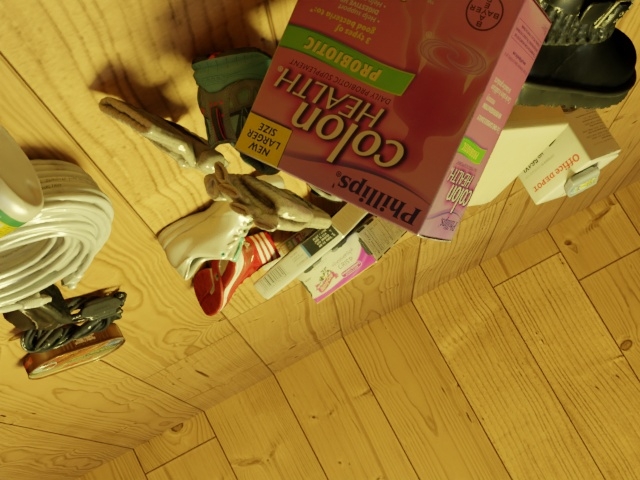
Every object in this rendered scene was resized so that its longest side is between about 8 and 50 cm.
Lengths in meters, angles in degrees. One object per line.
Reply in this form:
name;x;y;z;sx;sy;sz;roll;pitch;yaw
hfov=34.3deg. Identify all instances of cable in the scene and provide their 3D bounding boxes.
cable;-0.406;0.135;1.684;0.185;0.047;0.150;-22;170;-36
cable;-0.360;-0.001;1.181;0.257;0.089;0.257;-11;157;-49

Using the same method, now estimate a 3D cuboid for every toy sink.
toy sink;0.250;-0.166;1.656;0.153;0.131;0.234;-8;154;-30

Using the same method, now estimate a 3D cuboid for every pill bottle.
pill bottle;-0.382;-0.024;0.990;0.208;0.117;0.117;-31;166;6

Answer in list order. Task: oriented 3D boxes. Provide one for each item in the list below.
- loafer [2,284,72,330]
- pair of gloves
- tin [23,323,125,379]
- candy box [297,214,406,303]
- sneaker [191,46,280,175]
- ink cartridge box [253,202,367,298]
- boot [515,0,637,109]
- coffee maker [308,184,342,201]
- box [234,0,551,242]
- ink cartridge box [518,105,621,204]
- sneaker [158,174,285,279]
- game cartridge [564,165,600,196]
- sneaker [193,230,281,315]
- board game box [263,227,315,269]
loafer;-0.405;0.095;1.447;0.078;0.080;0.220;-27;166;-8
pair of gloves;-0.113;-0.073;1.122;0.042;0.240;0.204;-59;168;6
tin;-0.438;0.198;1.847;0.190;0.040;0.106;-16;157;-42
candy box;0.071;0.017;1.988;0.159;0.071;0.233;-37;-179;30
sneaker;-0.061;-0.132;1.177;0.104;0.125;0.262;-6;174;30
ink cartridge box;0.000;0.000;1.835;0.206;0.045;0.208;-40;180;31
boot;0.343;-0.297;1.268;0.348;0.131;0.260;-15;140;-50
coffee maker;0.062;-0.149;1.406;0.171;0.120;0.178;-25;166;-18
box;0.070;-0.152;1.017;0.242;0.214;0.117;-66;158;8
ink cartridge box;0.372;-0.184;1.705;0.086;0.203;0.148;-18;163;-36
sneaker;-0.133;-0.017;1.549;0.212;0.094;0.080;-31;165;10
game cartridge;0.420;-0.093;1.669;0.056;0.017;0.083;-24;165;5
sneaker;-0.137;0.058;1.831;0.128;0.087;0.221;-19;164;-31
board game box;-0.031;0.007;1.973;0.154;0.026;0.103;-34;165;22
